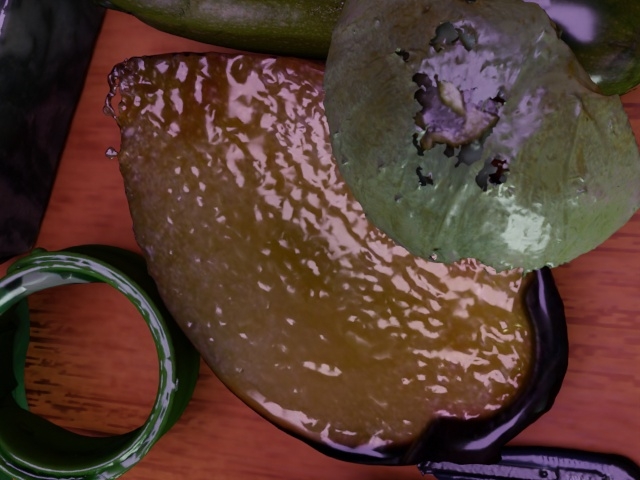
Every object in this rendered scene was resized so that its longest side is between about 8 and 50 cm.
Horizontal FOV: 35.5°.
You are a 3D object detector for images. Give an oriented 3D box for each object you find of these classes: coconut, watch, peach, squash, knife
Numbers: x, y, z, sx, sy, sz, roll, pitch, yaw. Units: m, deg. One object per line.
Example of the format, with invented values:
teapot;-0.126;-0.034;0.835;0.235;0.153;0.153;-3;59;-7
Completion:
coconut;0.060;-0.047;0.424;0.158;0.055;0.133;39;112;8
watch;-0.148;0.086;0.580;0.151;0.131;0.165;-1;92;3
peach;0.002;0.000;0.523;0.279;0.068;0.189;45;111;7
squash;0.008;-0.127;0.498;0.331;0.087;0.087;10;100;18
knife;0.110;0.123;0.524;0.121;0.018;0.031;1;95;23

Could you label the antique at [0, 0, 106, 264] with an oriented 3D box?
antique;-0.208;-0.073;0.589;0.086;0.088;0.183;25;104;18
